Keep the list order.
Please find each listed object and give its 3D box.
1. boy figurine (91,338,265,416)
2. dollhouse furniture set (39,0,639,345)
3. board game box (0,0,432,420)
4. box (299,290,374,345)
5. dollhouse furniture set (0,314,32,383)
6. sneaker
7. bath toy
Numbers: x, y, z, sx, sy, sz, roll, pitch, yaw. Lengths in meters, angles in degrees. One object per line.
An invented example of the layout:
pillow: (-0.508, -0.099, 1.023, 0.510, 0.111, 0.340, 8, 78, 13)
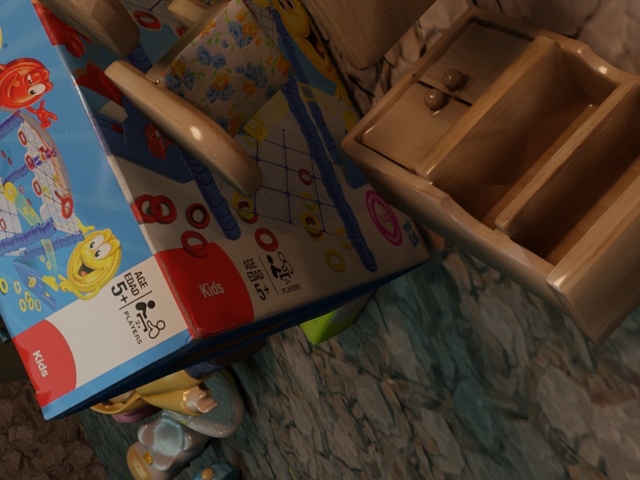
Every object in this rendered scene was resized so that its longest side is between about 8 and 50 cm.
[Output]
boy figurine: (-0.178, 0.115, 1.167, 0.285, 0.092, 0.177, -29, 87, 47)
dollhouse furniture set: (0.042, -0.096, 0.403, 0.242, 0.212, 0.161, 48, 173, -39)
board game box: (-0.086, -0.089, 0.581, 0.086, 0.308, 0.302, -29, 84, 23)
box: (0.000, 0.000, 0.806, 0.109, 0.042, 0.178, 57, 156, 14)
dollhouse furniture set: (-0.408, 0.049, 1.339, 0.303, 0.286, 0.198, -50, 63, 27)
sneaker: (-0.168, 0.162, 1.337, 0.240, 0.091, 0.126, 39, 180, 26)
bath toy: (-0.241, 0.221, 1.494, 0.348, 0.151, 0.129, 57, -160, 14)
